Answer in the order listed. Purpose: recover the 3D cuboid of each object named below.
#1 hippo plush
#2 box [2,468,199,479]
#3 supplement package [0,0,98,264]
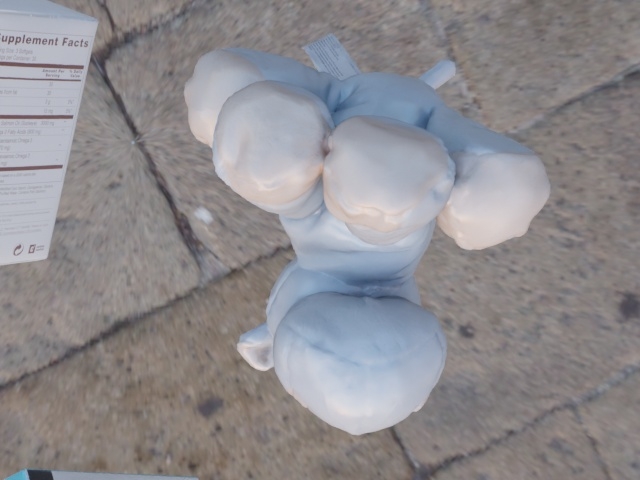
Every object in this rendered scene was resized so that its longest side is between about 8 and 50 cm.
[{"bbox_3d":[0.000,0.000,0.967,0.234,0.294,0.237,10,110,-17],"label":"hippo plush"},{"bbox_3d":[-0.172,0.244,1.102,0.060,0.244,0.101,-27,68,20],"label":"box"},{"bbox_3d":[-0.240,-0.083,0.936,0.105,0.105,0.179,23,107,31],"label":"supplement package"}]
